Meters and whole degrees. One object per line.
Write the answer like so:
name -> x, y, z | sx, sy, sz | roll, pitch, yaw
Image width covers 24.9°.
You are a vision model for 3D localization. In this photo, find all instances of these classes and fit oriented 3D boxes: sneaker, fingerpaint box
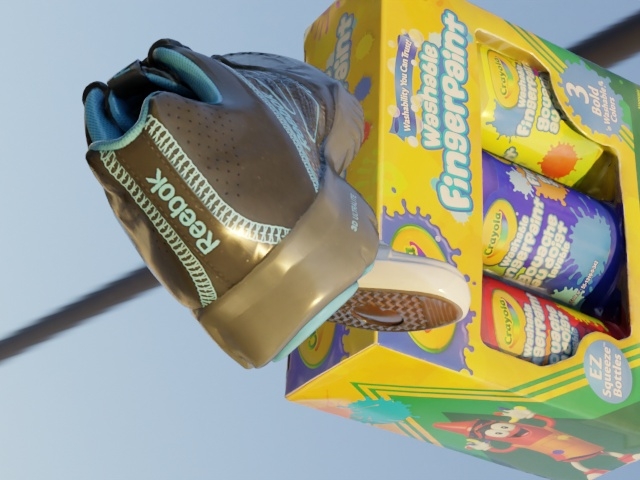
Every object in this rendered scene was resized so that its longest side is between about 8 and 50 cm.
sneaker -> 0.000, 0.000, 1.198 | 0.290, 0.123, 0.106 | 6, -23, 35
sneaker -> -0.054, -0.063, 0.796 | 0.139, 0.125, 0.341 | 46, 7, -19
fingerpaint box -> 0.166, -0.015, 1.498 | 0.163, 0.371, 0.444 | -36, -138, 47
